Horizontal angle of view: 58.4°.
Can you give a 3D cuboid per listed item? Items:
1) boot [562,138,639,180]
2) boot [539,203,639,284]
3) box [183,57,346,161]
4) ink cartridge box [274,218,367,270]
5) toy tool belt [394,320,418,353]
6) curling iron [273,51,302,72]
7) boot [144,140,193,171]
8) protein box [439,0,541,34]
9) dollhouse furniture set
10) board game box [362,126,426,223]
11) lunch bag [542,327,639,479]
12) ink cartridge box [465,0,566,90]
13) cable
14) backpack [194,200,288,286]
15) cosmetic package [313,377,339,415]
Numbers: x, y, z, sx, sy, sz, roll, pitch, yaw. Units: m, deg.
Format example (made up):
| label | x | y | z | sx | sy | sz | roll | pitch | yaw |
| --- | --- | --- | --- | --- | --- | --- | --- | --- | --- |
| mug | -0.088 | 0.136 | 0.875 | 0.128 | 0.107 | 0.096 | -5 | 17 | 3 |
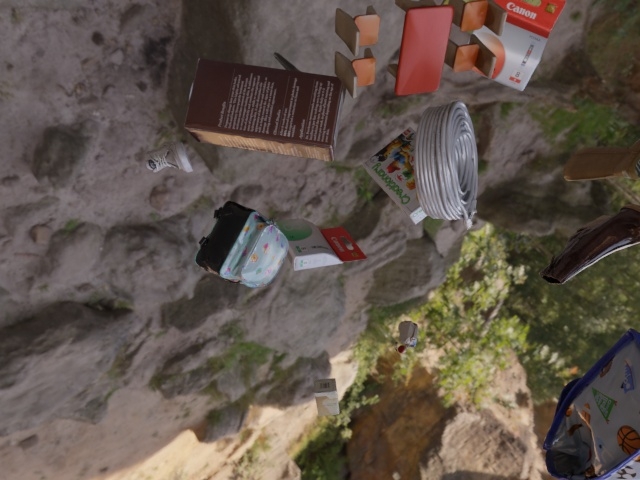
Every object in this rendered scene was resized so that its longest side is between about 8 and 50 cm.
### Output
| label | x | y | z | sx | sy | sz | roll | pitch | yaw |
| --- | --- | --- | --- | --- | --- | --- | --- | --- | --- |
| boot | 0.911 | -0.275 | 1.752 | 0.236 | 0.089 | 0.269 | -43 | -162 | -11 |
| boot | 0.592 | 0.024 | 1.223 | 0.207 | 0.090 | 0.248 | -43 | 179 | -2 |
| box | -0.137 | -0.332 | 1.480 | 0.143 | 0.381 | 0.191 | 75 | 25 | -81 |
| ink cartridge box | 0.000 | 0.000 | 1.625 | 0.224 | 0.181 | 0.056 | -9 | 127 | -21 |
| toy tool belt | 0.219 | 0.241 | 1.411 | 0.051 | 0.052 | 0.083 | 27 | 70 | -42 |
| curling iron | -0.068 | -0.515 | 1.816 | 0.035 | 0.274 | 0.068 | -44 | 157 | 1 |
| boot | -0.463 | -0.239 | 1.732 | 0.123 | 0.095 | 0.258 | -23 | -162 | -11 |
| protein box | 0.427 | -0.597 | 1.383 | 0.200 | 0.201 | 0.136 | -53 | -172 | 36 |
| dollhouse furniture set | 0.168 | -0.346 | 0.896 | 0.262 | 0.135 | 0.259 | -11 | 136 | -13 |
| board game box | 0.276 | -0.201 | 1.719 | 0.193 | 0.305 | 0.053 | -39 | 133 | 4 |
| lunch bag | 0.645 | 0.359 | 1.068 | 0.327 | 0.239 | 0.385 | 10 | 135 | -3 |
| ink cartridge box | 0.376 | -0.405 | 1.132 | 0.045 | 0.145 | 0.179 | -63 | 175 | -56 |
| cable | 0.281 | -0.173 | 1.267 | 0.257 | 0.089 | 0.257 | 32 | 64 | -57 |
| backpack | -0.155 | 0.019 | 1.245 | 0.166 | 0.144 | 0.188 | -65 | 161 | -5 |
| cosmetic package | 0.016 | 0.408 | 1.490 | 0.060 | 0.041 | 0.115 | -7 | 134 | 2 |
